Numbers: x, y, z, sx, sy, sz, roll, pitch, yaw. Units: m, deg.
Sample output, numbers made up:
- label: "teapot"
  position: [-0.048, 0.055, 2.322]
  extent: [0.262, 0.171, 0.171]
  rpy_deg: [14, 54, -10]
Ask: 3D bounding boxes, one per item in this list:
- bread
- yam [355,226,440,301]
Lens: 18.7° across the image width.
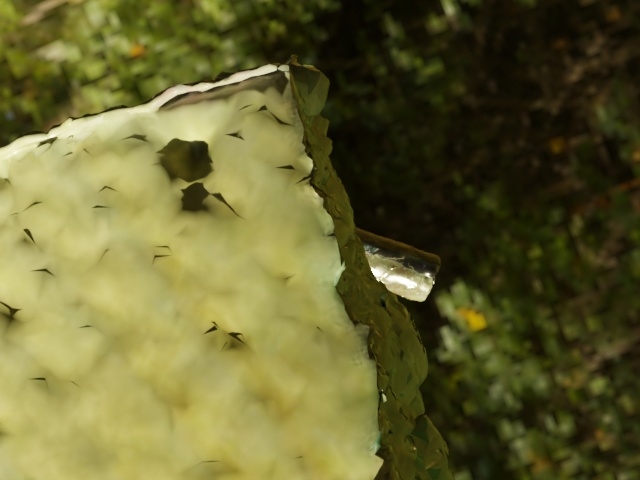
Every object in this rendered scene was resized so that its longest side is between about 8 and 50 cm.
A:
- label: "bread"
  position: [-0.050, 0.030, 0.474]
  extent: [0.172, 0.232, 0.064]
  rpy_deg: [-64, -22, -9]
- label: "yam"
  position: [0.000, 0.000, 1.046]
  extent: [0.033, 0.129, 0.027]
  rpy_deg: [123, 166, -64]
